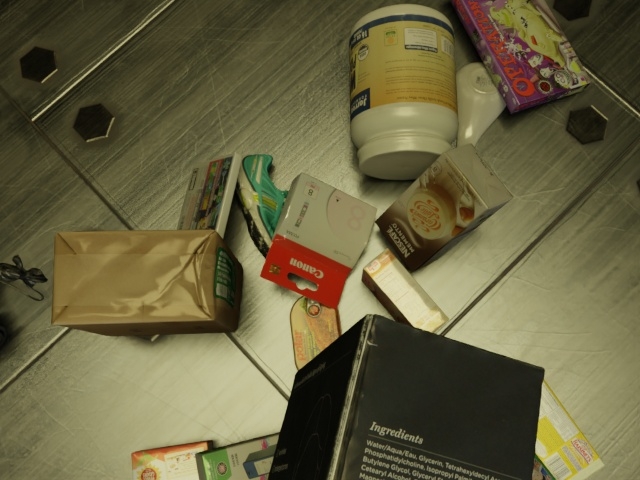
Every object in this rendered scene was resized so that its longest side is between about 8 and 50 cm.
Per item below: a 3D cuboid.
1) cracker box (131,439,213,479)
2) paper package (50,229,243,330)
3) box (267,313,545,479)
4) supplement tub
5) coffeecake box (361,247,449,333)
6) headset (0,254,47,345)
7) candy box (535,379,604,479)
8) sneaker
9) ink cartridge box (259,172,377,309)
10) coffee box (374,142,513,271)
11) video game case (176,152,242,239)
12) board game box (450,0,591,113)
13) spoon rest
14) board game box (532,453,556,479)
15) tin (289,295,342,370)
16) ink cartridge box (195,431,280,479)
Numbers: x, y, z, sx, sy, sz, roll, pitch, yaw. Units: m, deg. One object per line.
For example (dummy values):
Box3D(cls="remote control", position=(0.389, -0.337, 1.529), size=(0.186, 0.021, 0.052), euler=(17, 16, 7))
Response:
Box3D(cls="cracker box", position=(-0.283, 0.527, 1.367), size=(0.156, 0.067, 0.232), euler=(-8, 76, 0))
Box3D(cls="paper package", position=(-0.320, 0.091, 1.337), size=(0.310, 0.325, 0.168), euler=(-2, 78, 1))
Box3D(cls="box", position=(0.082, 0.424, 1.085), size=(0.298, 0.480, 0.471), euler=(17, 67, -8))
Box3D(cls="supplement tub", position=(0.174, -0.305, 1.453), size=(0.229, 0.228, 0.315), euler=(-1, 77, 2))
Box3D(cls="coffeecake box", position=(0.168, 0.118, 1.402), size=(0.068, 0.142, 0.185), euler=(-39, 78, -7))
Box3D(cls="headset", position=(-0.749, 0.137, 1.412), size=(0.395, 0.185, 0.243), euler=(-20, 77, 9))
Box3D(cls="candy box", position=(0.466, 0.392, 1.388), size=(0.105, 0.027, 0.205), euler=(-32, 78, -7))
Box3D(cls="sneaker", position=(-0.109, -0.065, 1.480), size=(0.110, 0.107, 0.275), euler=(-17, 78, -13))
Box3D(cls="ink cartridge box", position=(0.000, 0.000, 1.431), size=(0.189, 0.066, 0.232), euler=(25, 64, -17))
Box3D(cls="coffee box", position=(0.242, -0.061, 1.385), size=(0.098, 0.246, 0.141), euler=(-22, 72, -42))
Box3D(cls="video game case", position=(-0.242, -0.079, 1.461), size=(0.023, 0.184, 0.201), euler=(21, 75, -36))
Box3D(cls="board game box", position=(0.439, -0.465, 1.545), size=(0.208, 0.056, 0.346), euler=(-21, 77, -15))
Box3D(cls="spoon rest", position=(0.342, -0.283, 1.530), size=(0.137, 0.084, 0.276), euler=(17, 65, 5))
Box3D(cls="board game box", position=(0.373, 0.539, 1.235), size=(0.213, 0.317, 0.046), euler=(53, 129, 15))
Box3D(cls="tin", position=(-0.008, 0.205, 1.445), size=(0.106, 0.040, 0.189), euler=(-6, 77, -3))
Box3D(cls="ink cartridge box", position=(-0.119, 0.463, 1.330), size=(0.213, 0.093, 0.154), euler=(-8, 77, -22))
